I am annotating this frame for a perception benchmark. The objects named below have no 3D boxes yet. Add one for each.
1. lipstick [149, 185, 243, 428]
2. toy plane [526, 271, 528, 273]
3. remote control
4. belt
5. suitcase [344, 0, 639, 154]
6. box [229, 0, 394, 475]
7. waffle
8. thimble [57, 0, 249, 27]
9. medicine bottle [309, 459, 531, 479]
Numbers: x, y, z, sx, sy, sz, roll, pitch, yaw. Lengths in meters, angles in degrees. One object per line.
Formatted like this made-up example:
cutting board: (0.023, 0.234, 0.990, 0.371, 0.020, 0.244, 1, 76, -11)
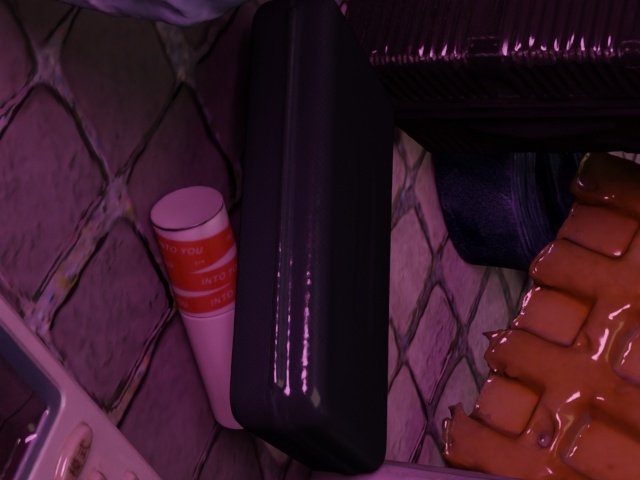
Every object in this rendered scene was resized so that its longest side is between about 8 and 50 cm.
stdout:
lipstick: (-0.053, 0.036, 0.728, 0.038, 0.038, 0.131, -55, 141, -45)
toy plane: (0.198, -0.016, 1.188, 0.062, 0.054, 0.167, -58, 150, -58)
remote control: (-0.124, 0.110, 0.579, 0.277, 0.055, 0.103, 62, 41, -48)
belt: (0.152, -0.054, 1.073, 0.141, 0.082, 0.190, -60, 145, -31)
suitcase: (0.159, -0.225, 0.898, 0.152, 0.229, 0.335, 39, 60, -50)
box: (0.000, 0.000, 0.756, 0.160, 0.050, 0.230, 51, 39, -66)
waffle: (0.238, 0.133, 0.958, 0.348, 0.304, 0.077, -60, 145, -6)
thimble: (-0.073, -0.195, 0.471, 0.235, 0.198, 0.143, 66, 36, -54)
medicine bottle: (0.071, 0.294, 0.834, 0.202, 0.202, 0.316, 24, 74, -62)
